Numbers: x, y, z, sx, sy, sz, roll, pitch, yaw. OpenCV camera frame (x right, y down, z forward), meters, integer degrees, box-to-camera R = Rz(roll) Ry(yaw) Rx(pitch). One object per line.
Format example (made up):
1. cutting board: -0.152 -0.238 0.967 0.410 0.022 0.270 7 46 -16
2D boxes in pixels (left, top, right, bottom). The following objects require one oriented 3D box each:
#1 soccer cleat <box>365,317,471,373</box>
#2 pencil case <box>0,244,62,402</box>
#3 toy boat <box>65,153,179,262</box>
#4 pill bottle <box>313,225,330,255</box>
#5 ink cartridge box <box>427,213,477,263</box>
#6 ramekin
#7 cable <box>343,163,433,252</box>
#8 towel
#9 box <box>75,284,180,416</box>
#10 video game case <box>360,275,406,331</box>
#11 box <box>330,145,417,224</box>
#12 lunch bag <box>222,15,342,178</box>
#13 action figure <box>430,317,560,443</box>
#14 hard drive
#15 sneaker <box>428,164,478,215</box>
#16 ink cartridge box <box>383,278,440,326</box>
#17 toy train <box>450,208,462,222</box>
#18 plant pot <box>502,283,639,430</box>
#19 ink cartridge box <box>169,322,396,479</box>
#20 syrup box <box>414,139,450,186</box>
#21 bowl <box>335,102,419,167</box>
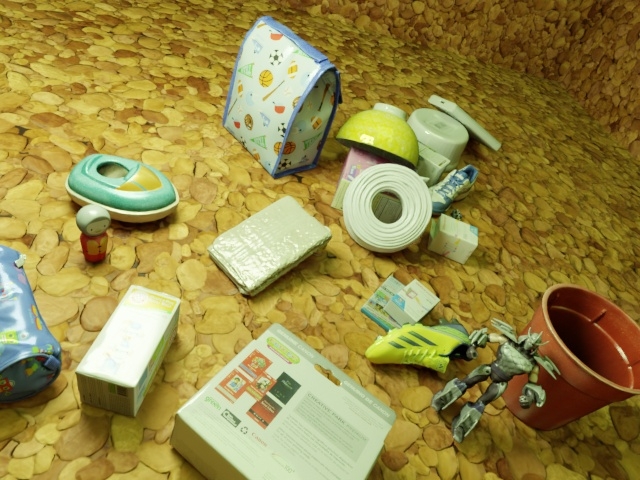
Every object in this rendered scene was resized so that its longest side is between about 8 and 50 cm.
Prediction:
1. soccer cleat: 0.244 0.260 1.071 0.289 0.093 0.121 -4 55 -26
2. pencil case: -0.572 0.136 0.822 0.133 0.119 0.306 -31 62 -17
3. toy boat: -0.488 -0.099 1.085 0.268 0.148 0.318 14 42 -10
4. pill bottle: 0.000 0.000 1.240 0.043 0.083 0.043 12 43 -11
5. ink cartridge box: 0.406 -0.009 1.420 0.143 0.090 0.092 23 41 2
6. ramekin: 0.459 -0.415 1.834 0.277 0.135 0.277 12 43 -12
7. cable: 0.194 -0.092 1.311 0.257 0.257 0.089 14 -2 -3
8. towel: -0.127 0.008 1.157 0.282 0.049 0.187 -34 62 -25
9. box: -0.352 0.202 0.854 0.103 0.114 0.203 18 41 -3
10. video game case: 0.194 0.172 1.197 0.119 0.015 0.166 37 43 14
11. box: 0.179 -0.172 1.473 0.243 0.117 0.213 21 41 -3
12. lunch bag: -0.115 -0.455 1.440 0.239 0.385 0.328 -25 59 -39
13. action figure: 0.363 0.288 0.946 0.185 0.285 0.099 47 24 23
14. hard drive: 0.617 -0.504 1.941 0.307 0.040 0.203 28 17 -29
15. sneaker: 0.452 -0.191 1.602 0.112 0.131 0.296 42 46 18
16. ink cartridge box: 0.237 0.166 1.171 0.088 0.052 0.122 42 44 20
17. toy train: 0.470 -0.054 1.543 0.036 0.027 0.158 19 42 -9
18. plant pot: 0.558 0.288 1.046 0.272 0.265 0.272 13 42 -12
19. ink cartridge box: -0.058 0.344 0.823 0.309 0.130 0.272 36 42 14
20. syrup box: 0.358 -0.313 1.714 0.237 0.093 0.096 37 43 16
21. bowl: 0.208 -0.363 1.513 0.289 0.156 0.289 19 5 -2
